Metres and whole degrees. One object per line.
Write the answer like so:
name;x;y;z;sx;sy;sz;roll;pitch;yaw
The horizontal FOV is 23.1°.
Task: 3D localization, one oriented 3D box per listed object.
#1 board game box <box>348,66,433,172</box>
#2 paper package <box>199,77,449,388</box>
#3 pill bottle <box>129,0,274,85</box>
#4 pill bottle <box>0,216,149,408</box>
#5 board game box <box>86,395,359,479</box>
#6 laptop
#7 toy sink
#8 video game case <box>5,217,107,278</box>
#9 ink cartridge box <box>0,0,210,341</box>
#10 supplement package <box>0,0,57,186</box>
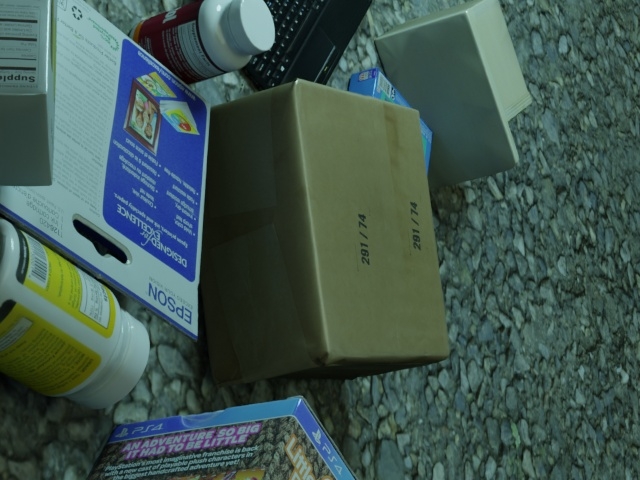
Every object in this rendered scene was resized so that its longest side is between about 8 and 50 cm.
board game box;0.086;-0.103;2.118;0.160;0.047;0.210;45;43;-41
paper package;0.000;0.000;1.831;0.309;0.168;0.324;7;73;-58
pill bottle;-0.129;-0.220;1.719;0.086;0.152;0.086;28;56;-51
pill bottle;-0.259;0.072;1.437;0.208;0.119;0.119;40;47;-45
board game box;-0.123;0.308;1.458;0.141;0.232;0.291;59;36;-29
laptop;-0.008;-0.307;1.912;0.264;0.137;0.234;49;57;-35
toy sink;0.204;-0.214;2.248;0.131;0.153;0.234;-36;109;-57
video game case;-0.253;-0.029;1.582;0.119;0.015;0.166;54;39;-33
ink cartridge box;-0.230;-0.085;1.553;0.303;0.072;0.307;39;42;-43
supplement package;-0.300;-0.182;1.368;0.139;0.134;0.244;101;-14;-57
